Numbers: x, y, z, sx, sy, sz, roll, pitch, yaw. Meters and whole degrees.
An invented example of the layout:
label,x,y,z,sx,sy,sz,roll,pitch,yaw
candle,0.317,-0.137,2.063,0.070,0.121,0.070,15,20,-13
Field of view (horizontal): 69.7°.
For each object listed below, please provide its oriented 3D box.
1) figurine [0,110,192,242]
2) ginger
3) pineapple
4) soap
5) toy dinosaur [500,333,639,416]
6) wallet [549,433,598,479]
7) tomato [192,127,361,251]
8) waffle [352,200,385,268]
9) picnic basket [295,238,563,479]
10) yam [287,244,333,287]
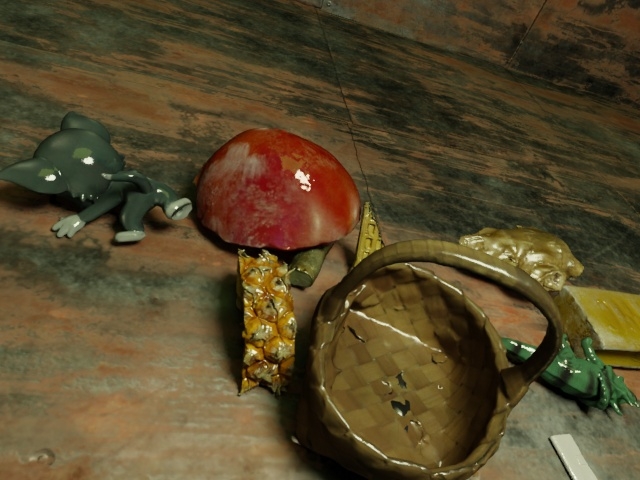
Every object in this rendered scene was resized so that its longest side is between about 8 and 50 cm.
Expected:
label,x,y,z,sx,sy,sz,roll,pitch,yaw
figurine,-0.353,-0.087,0.742,0.266,0.140,0.193,20,55,18
ginger,0.403,0.038,0.972,0.270,0.123,0.219,-6,28,-22
pineapple,-0.085,0.093,0.668,0.080,0.135,0.233,2,46,-23
soap,0.617,0.179,0.950,0.258,0.080,0.160,7,43,-18
toy dinosaur,0.429,0.216,0.826,0.292,0.079,0.120,30,38,13
wallet,0.395,0.345,0.715,0.044,0.011,0.083,4,43,-22
tomato,-0.073,-0.116,0.833,0.309,0.170,0.308,-1,37,1
waffle,0.111,0.007,0.856,0.098,0.152,0.023,7,10,-15
picnic basket,0.138,0.127,0.598,0.293,0.337,0.337,24,40,0
yam,0.000,0.000,0.870,0.061,0.061,0.252,26,39,3
